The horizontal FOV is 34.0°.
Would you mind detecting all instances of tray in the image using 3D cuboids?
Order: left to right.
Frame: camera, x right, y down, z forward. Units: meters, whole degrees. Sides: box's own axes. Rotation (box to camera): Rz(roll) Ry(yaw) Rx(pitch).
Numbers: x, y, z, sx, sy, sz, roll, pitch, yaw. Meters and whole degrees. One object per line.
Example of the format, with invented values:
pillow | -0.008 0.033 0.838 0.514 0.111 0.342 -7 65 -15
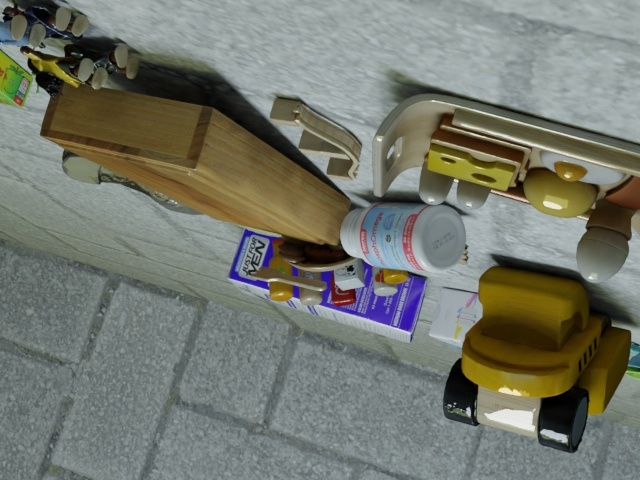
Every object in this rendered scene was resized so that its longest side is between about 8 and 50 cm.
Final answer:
tray | -0.131 -0.081 1.273 0.203 0.076 0.411 13 173 24

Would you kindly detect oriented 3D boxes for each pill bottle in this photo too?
pill bottle | 0.101 -0.006 1.334 0.087 0.087 0.160 26 167 -37

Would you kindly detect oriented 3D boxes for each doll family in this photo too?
doll family | -0.280 -0.195 1.045 0.111 0.076 0.193 16 166 37

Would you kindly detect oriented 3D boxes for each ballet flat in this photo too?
ballet flat | -0.261 -0.100 1.568 0.250 0.058 0.084 14 135 -11

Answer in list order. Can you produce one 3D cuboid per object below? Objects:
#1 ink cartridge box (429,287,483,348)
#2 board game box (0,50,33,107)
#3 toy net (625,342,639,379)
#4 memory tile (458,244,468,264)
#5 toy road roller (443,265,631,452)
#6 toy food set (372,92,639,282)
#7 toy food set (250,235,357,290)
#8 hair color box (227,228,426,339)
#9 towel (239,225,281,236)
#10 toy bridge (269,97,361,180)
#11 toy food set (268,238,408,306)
ink cartridge box | 0.281 0.146 1.821 0.143 0.089 0.092 8 166 39
board game box | -0.426 -0.217 1.232 0.092 0.043 0.181 15 169 16
toy net | 0.515 0.193 1.797 0.232 0.045 0.122 22 169 -21
memory tile | 0.157 0.005 1.504 0.113 0.012 0.148 15 169 13
toy road roller | 0.328 0.138 1.545 0.203 0.240 0.329 12 -154 28
toy food set | 0.199 -0.036 0.996 0.306 0.092 0.220 16 170 7
toy food set | 0.000 0.000 1.454 0.132 0.192 0.038 10 123 28
hair color box | 0.017 0.083 1.897 0.339 0.110 0.185 15 171 7
towel | -0.111 -0.035 1.709 0.148 0.027 0.110 23 168 -25
toy bridge | 0.008 -0.105 1.138 0.063 0.026 0.188 10 168 24
toy food set | 0.035 0.041 1.736 0.232 0.104 0.111 -12 155 18
